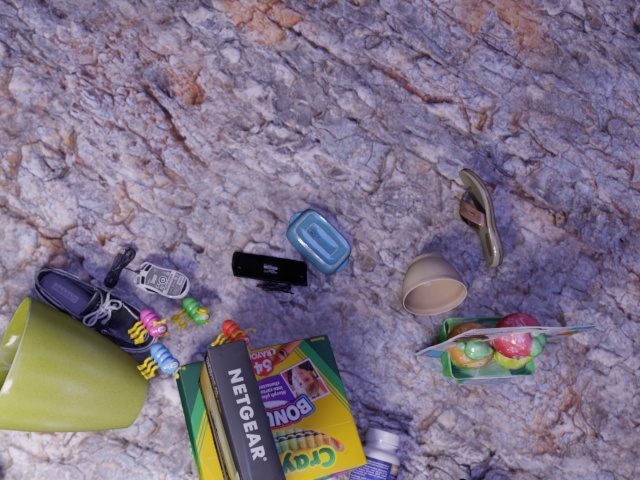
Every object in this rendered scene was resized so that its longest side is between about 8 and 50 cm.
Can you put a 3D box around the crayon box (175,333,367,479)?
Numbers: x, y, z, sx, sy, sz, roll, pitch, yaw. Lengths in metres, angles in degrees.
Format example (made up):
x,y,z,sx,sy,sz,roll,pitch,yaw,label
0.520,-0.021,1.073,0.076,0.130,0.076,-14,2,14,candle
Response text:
x,y,z,sx,sy,sz,roll,pitch,yaw,label
-0.115,0.407,1.721,0.362,0.106,0.313,-10,65,-20,crayon box

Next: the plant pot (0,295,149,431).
x,y,z,sx,sy,sz,roll,pitch,yaw,label
-0.527,0.296,1.609,0.293,0.274,0.275,24,72,-26,plant pot

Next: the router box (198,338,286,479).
x,y,z,sx,sy,sz,roll,pitch,yaw,label
-0.162,0.384,1.521,0.080,0.243,0.309,-12,67,-19,router box

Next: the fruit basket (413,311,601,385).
x,y,z,sx,sy,sz,roll,pitch,yaw,label
0.438,0.256,1.825,0.326,0.353,0.166,0,77,-17,fruit basket

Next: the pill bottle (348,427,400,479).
x,y,z,sx,sy,sz,roll,pitch,yaw,label
0.128,0.547,1.800,0.111,0.112,0.187,19,74,-11,pill bottle

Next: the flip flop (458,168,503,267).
x,y,z,sx,sy,sz,roll,pitch,yaw,label
0.415,-0.059,2.027,0.080,0.112,0.277,-14,88,-4,flip flop

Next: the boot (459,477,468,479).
x,y,z,sx,sy,sz,roll,pitch,yaw,label
0.315,0.677,1.833,0.246,0.094,0.207,20,77,-18,boot

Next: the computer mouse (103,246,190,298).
x,y,z,sx,sy,sz,roll,pitch,yaw,label
-0.399,0.091,1.778,0.192,0.042,0.106,21,68,1,computer mouse

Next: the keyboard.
x,y,z,sx,sy,sz,roll,pitch,yaw,label
-0.127,0.087,1.876,0.191,0.038,0.100,9,53,-13,keyboard

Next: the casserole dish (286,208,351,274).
x,y,z,sx,sy,sz,roll,pitch,yaw,label
0.000,0.000,1.922,0.188,0.037,0.114,45,70,-2,casserole dish

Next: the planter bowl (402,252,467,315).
x,y,z,sx,sy,sz,roll,pitch,yaw,label
0.280,0.101,1.928,0.162,0.162,0.109,3,52,-15,planter bowl

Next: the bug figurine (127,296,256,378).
x,y,z,sx,sy,sz,roll,pitch,yaw,label
-0.293,0.207,1.685,0.279,0.072,0.216,-15,41,-43,bug figurine

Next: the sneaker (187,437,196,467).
x,y,z,sx,sy,sz,roll,pitch,yaw,label
-0.238,0.521,1.724,0.078,0.067,0.188,-21,82,-13,sneaker

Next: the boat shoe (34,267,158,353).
x,y,z,sx,sy,sz,roll,pitch,yaw,label
-0.501,0.153,1.707,0.306,0.105,0.113,37,71,-6,boat shoe
